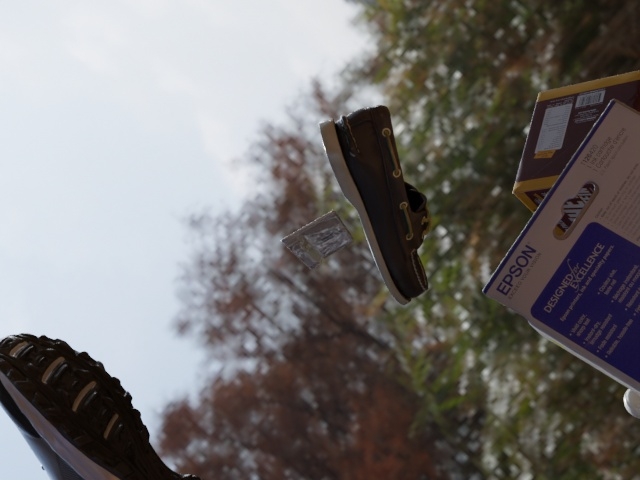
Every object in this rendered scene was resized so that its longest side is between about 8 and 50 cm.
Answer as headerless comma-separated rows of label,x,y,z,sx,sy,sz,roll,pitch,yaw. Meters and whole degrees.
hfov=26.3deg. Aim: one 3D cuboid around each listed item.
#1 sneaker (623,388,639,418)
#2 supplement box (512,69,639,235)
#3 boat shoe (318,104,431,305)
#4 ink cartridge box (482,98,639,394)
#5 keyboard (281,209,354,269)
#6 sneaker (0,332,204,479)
sneaker,0.557,0.207,2.043,0.094,0.212,0.080,71,-170,-45
supplement box,0.423,-0.129,2.076,0.191,0.194,0.129,-9,143,43
boat shoe,0.068,-0.030,1.301,0.081,0.069,0.227,-103,-10,-51
ink cartridge box,0.410,0.025,1.670,0.307,0.303,0.072,33,175,27
keyboard,0.000,0.000,1.700,0.014,0.072,0.256,55,-179,9
sneaker,-0.170,0.188,1.047,0.271,0.108,0.100,51,-157,-9
